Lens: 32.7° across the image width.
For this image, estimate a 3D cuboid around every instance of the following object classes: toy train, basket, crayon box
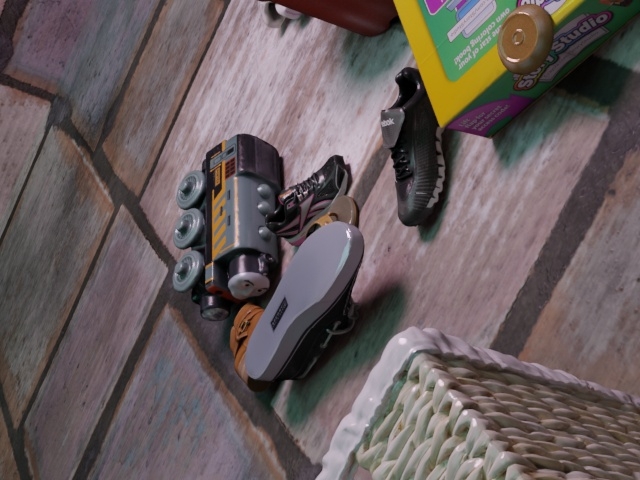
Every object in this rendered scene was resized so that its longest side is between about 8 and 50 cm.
[{"bbox_3d":[-0.156,-0.027,1.893,0.190,0.142,0.334,-31,46,35],"label":"toy train"},{"bbox_3d":[0.169,0.301,0.940,0.328,0.331,0.266,-63,32,13],"label":"basket"},{"bbox_3d":[0.252,-0.360,1.367,0.363,0.106,0.313,-42,55,41],"label":"crayon box"}]

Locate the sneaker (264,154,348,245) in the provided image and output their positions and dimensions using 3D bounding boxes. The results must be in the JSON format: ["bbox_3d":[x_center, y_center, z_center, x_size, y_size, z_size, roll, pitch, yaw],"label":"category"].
[{"bbox_3d":[-0.025,-0.065,1.744,0.178,0.077,0.072,-54,34,24],"label":"sneaker"}]

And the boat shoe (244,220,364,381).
[{"bbox_3d":[0.000,0.099,1.576,0.306,0.104,0.113,-60,34,29],"label":"boat shoe"}]

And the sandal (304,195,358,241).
[{"bbox_3d":[0.000,0.000,1.657,0.072,0.049,0.180,6,57,50],"label":"sandal"}]

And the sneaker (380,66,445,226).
[{"bbox_3d":[0.121,-0.137,1.511,0.078,0.106,0.234,-12,62,57],"label":"sneaker"}]

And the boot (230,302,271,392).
[{"bbox_3d":[-0.088,0.129,1.742,0.197,0.073,0.152,-59,25,9],"label":"boot"}]

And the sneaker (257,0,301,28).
[{"bbox_3d":[-0.023,-0.497,2.003,0.305,0.114,0.152,-31,61,54],"label":"sneaker"}]

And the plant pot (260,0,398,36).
[{"bbox_3d":[0.009,-0.469,1.742,0.272,0.265,0.272,-36,44,45],"label":"plant pot"}]

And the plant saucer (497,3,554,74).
[{"bbox_3d":[0.235,-0.236,1.277,0.083,0.015,0.083,-1,89,49],"label":"plant saucer"}]
